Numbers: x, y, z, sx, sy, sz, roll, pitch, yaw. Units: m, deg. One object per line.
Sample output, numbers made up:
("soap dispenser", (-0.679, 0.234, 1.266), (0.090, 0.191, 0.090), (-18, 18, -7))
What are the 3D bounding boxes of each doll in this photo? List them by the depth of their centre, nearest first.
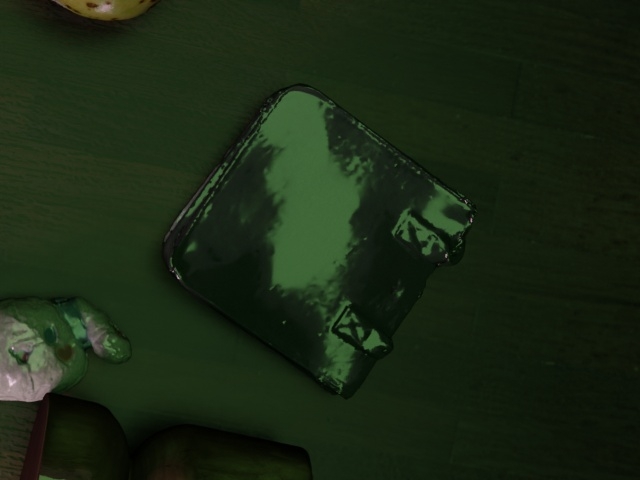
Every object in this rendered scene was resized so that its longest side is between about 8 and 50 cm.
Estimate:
("doll", (-0.295, 0.108, 1.700), (0.214, 0.071, 0.103), (-7, 84, -7))

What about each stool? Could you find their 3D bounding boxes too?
("stool", (-0.157, 0.261, 1.673), (0.264, 0.179, 0.179), (14, 86, -12))

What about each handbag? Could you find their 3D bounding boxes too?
("handbag", (0.000, 0.000, 1.765), (0.260, 0.079, 0.247), (36, 82, -11))

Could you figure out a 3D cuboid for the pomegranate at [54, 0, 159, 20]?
("pomegranate", (-0.211, -0.336, 1.623), (0.204, 0.276, 0.222), (-28, 77, -10))
